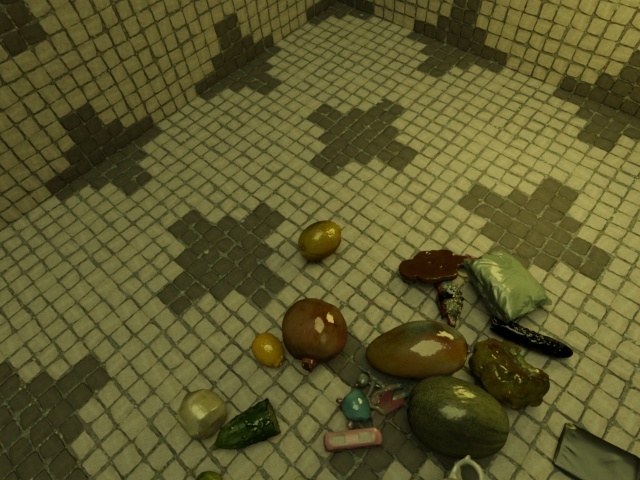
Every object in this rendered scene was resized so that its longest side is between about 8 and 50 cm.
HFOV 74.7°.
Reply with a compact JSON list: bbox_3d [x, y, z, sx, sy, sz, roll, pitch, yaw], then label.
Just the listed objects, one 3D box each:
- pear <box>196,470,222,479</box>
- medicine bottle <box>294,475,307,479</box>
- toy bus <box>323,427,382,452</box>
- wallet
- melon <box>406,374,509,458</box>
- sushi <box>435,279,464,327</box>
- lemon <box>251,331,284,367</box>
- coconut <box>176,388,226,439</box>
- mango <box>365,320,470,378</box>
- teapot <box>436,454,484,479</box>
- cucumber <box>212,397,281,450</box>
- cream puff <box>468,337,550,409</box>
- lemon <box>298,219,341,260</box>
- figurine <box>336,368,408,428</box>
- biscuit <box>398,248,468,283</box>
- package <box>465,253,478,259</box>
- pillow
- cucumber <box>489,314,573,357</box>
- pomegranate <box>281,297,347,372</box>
[{"bbox_3d":[-0.376,0.818,1.398,0.097,0.092,0.092,32,65,22],"label":"pear"},{"bbox_3d":[0.045,0.891,1.243,0.371,0.211,0.211,23,62,18],"label":"medicine bottle"},{"bbox_3d":[0.111,0.685,1.443,0.203,0.090,0.063,-8,57,1],"label":"toy bus"},{"bbox_3d":[0.910,0.731,1.377,0.245,0.052,0.168,25,62,25],"label":"wallet"},{"bbox_3d":[0.448,0.585,1.388,0.329,0.248,0.248,13,59,13],"label":"melon"},{"bbox_3d":[0.529,0.242,1.696,0.097,0.103,0.226,6,58,-12],"label":"sushi"},{"bbox_3d":[-0.202,0.425,1.625,0.114,0.114,0.155,-36,68,-18],"label":"lemon"},{"bbox_3d":[-0.429,0.612,1.494,0.162,0.161,0.161,34,65,26],"label":"coconut"},{"bbox_3d":[0.351,0.403,1.549,0.384,0.199,0.221,-7,34,19],"label":"mango"},{"bbox_3d":[0.377,0.788,1.283,0.298,0.204,0.139,-36,39,15],"label":"teapot"},{"bbox_3d":[-0.267,0.667,1.473,0.244,0.134,0.134,-26,59,-7],"label":"cucumber"},{"bbox_3d":[0.657,0.487,1.493,0.282,0.185,0.282,18,21,-7],"label":"cream puff"},{"bbox_3d":[0.000,0.000,1.853,0.207,0.170,0.170,-28,59,-20],"label":"lemon"},{"bbox_3d":[0.187,0.556,1.515,0.260,0.103,0.205,-13,58,-16],"label":"figurine"},{"bbox_3d":[0.479,0.110,1.781,0.290,0.041,0.208,-9,32,10],"label":"biscuit"},{"bbox_3d":[0.647,0.095,1.823,0.059,0.029,0.083,25,53,15],"label":"package"},{"bbox_3d":[0.746,0.170,1.683,0.283,0.138,0.310,-9,51,-27],"label":"pillow"},{"bbox_3d":[0.801,0.375,1.599,0.303,0.072,0.081,24,43,19],"label":"cucumber"},{"bbox_3d":[-0.027,0.358,1.587,0.252,0.229,0.270,10,64,12],"label":"pomegranate"}]
